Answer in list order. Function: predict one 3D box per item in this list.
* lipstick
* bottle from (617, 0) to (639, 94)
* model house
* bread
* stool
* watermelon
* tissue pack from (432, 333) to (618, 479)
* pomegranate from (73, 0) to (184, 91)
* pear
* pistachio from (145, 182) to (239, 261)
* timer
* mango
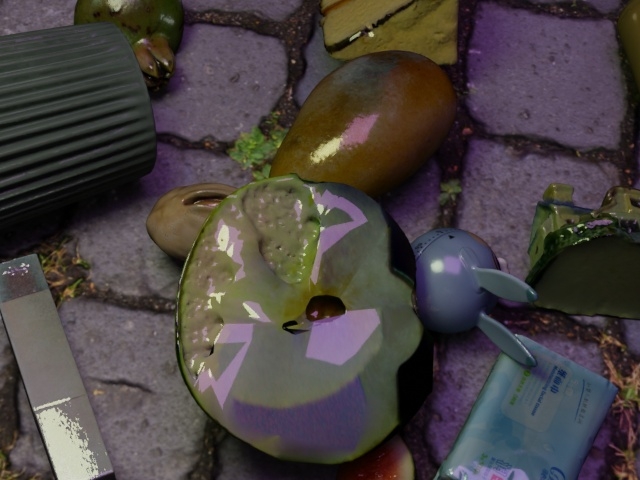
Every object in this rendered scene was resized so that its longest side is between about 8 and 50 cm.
[{"bbox_3d":[-0.379,0.191,1.628,0.079,0.076,0.371,-17,59,-18],"label":"lipstick"},{"bbox_3d":[0.633,-0.263,1.995,0.171,0.171,0.351,-2,58,-7],"label":"bottle"},{"bbox_3d":[0.425,-0.011,1.790,0.214,0.195,0.189,6,47,-5],"label":"model house"},{"bbox_3d":[0.110,-0.430,2.009,0.236,0.198,0.263,-4,36,0],"label":"bread"},{"bbox_3d":[-0.444,-0.178,1.754,0.330,0.297,0.297,-19,59,-22],"label":"stool"},{"bbox_3d":[0.075,0.348,1.583,0.119,0.063,0.245,3,55,13],"label":"watermelon"},{"bbox_3d":[0.291,0.276,1.631,0.177,0.089,0.263,27,58,11],"label":"tissue pack"},{"bbox_3d":[-0.331,-0.374,1.975,0.189,0.159,0.241,5,60,-1],"label":"pomegranate"},{"bbox_3d":[-0.043,0.116,1.622,0.398,0.165,0.399,6,75,-22],"label":"pear"},{"bbox_3d":[-0.152,-0.020,1.750,0.223,0.152,0.126,5,55,-11],"label":"pistachio"},{"bbox_3d":[0.231,0.068,1.700,0.255,0.175,0.175,12,51,32],"label":"timer"},{"bbox_3d":[0.064,-0.172,1.851,0.384,0.199,0.221,-39,58,-23],"label":"mango"}]
